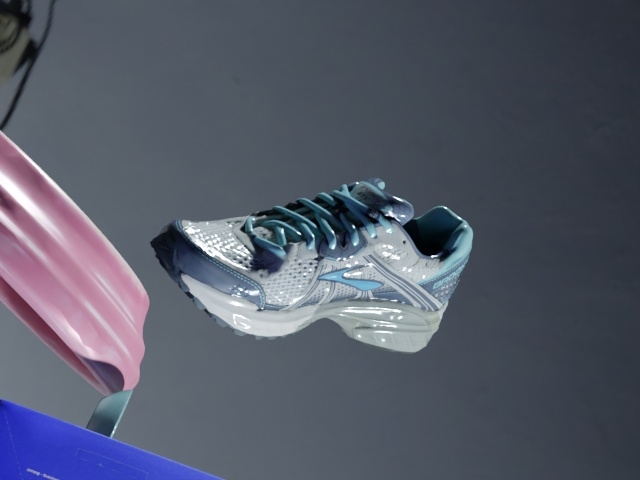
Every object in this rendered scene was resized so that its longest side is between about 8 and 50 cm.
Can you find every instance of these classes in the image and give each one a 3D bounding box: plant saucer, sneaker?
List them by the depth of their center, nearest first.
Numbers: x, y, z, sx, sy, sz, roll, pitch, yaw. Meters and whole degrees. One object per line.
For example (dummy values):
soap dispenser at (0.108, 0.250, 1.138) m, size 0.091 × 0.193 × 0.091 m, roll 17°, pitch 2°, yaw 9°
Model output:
sneaker at (0.000, 0.000, 1.138) m, size 0.283 × 0.122 × 0.110 m, roll 8°, pitch 33°, yaw -43°
plant saucer at (-0.180, 0.166, 1.173) m, size 0.021 × 0.119 × 0.119 m, roll 25°, pitch 57°, yaw -3°
plant saucer at (-0.258, -0.008, 1.254) m, size 0.332 × 0.332 × 0.084 m, roll 46°, pitch 78°, yaw -3°

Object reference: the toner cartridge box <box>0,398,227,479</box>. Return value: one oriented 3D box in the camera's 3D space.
toner cartridge box at (-0.040, 0.218, 0.787) m, size 0.348 × 0.075 × 0.165 m, roll 21°, pitch 39°, yaw -5°
